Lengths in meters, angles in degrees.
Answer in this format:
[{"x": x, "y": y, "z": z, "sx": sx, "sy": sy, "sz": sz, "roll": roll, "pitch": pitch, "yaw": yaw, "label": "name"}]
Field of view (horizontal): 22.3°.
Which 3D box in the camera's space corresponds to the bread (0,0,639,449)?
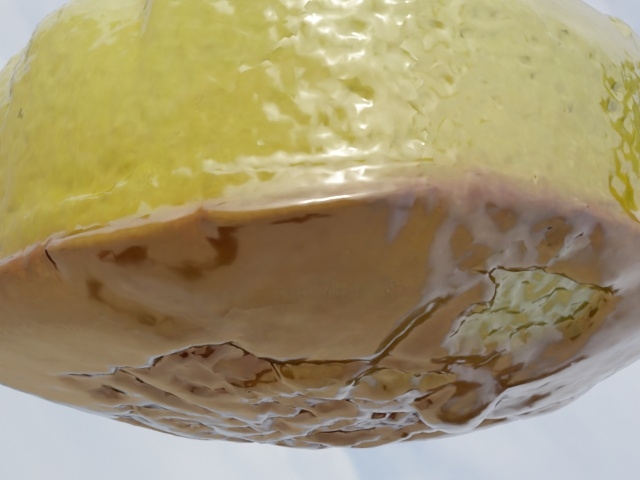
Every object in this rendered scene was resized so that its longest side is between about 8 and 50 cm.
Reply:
[{"x": 0.000, "y": 0.000, "z": 0.596, "sx": 0.270, "sy": 0.270, "sz": 0.148, "roll": 121, "pitch": -31, "yaw": -66, "label": "bread"}]
